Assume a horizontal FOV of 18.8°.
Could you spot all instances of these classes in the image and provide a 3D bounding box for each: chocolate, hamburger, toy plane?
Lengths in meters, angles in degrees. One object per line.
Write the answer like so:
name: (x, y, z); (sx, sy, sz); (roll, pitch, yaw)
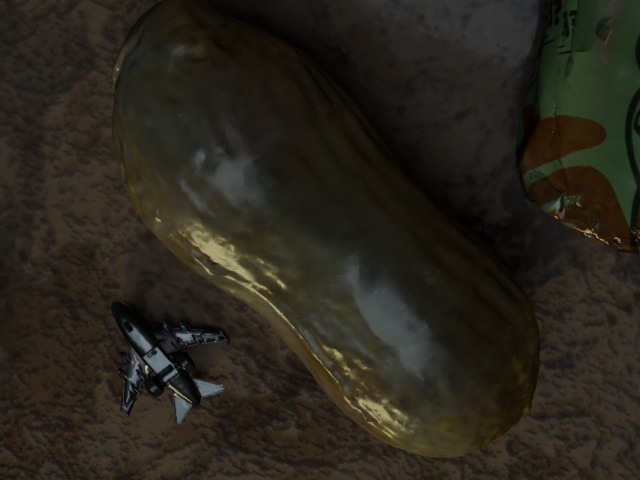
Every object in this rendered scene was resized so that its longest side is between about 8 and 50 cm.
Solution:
chocolate: (0.000, 0.000, 1.053); (0.134, 0.134, 0.309); (-36, 106, 20)
hamburger: (0.221, -0.083, 0.989); (0.235, 0.125, 0.214); (24, 126, 11)
toy plane: (-0.096, 0.069, 1.150); (0.078, 0.031, 0.083); (-38, 108, 4)
